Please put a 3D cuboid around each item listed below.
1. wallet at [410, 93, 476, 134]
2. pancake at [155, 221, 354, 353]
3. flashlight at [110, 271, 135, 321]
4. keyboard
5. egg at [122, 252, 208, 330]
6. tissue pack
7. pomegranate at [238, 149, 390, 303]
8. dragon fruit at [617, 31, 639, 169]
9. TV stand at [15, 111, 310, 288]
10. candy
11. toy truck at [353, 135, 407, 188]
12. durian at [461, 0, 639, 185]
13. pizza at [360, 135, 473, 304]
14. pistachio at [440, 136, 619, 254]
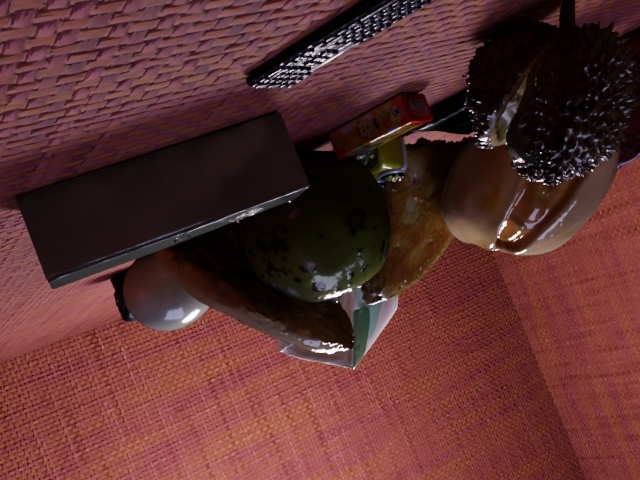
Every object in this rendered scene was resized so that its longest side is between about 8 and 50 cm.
[{"bbox_3d":[0.241,-0.202,1.266,0.146,0.030,0.285,-22,177,28],"label":"wallet"},{"bbox_3d":[-0.090,0.063,1.206,0.065,0.356,0.356,-61,168,10],"label":"pancake"},{"bbox_3d":[-0.223,0.050,1.694,0.423,0.103,0.103,-22,177,-19],"label":"flashlight"},{"bbox_3d":[0.032,-0.167,0.633,0.204,0.013,0.061,-24,175,34],"label":"keyboard"},{"bbox_3d":[-0.264,0.081,1.458,0.151,0.151,0.209,-23,-178,17],"label":"egg"},{"bbox_3d":[0.045,0.073,1.687,0.193,0.266,0.356,5,-164,19],"label":"tissue pack"},{"bbox_3d":[0.000,0.000,1.116,0.214,0.214,0.248,-22,139,-3],"label":"pomegranate"},{"bbox_3d":[0.527,-0.255,1.286,0.317,0.152,0.205,-41,177,25],"label":"dragon fruit"},{"bbox_3d":[-0.153,-0.040,0.820,0.269,0.088,0.083,-20,176,-16],"label":"TV stand"},{"bbox_3d":[0.076,-0.145,1.035,0.122,0.038,0.062,-24,176,35],"label":"candy"},{"bbox_3d":[0.069,-0.117,1.206,0.076,0.076,0.111,4,161,-41],"label":"toy truck"},{"bbox_3d":[0.244,-0.162,0.867,0.196,0.196,0.167,-25,-175,43],"label":"durian"},{"bbox_3d":[0.171,-0.040,1.362,0.257,0.269,0.087,-7,-164,-40],"label":"pizza"},{"bbox_3d":[0.308,-0.092,1.249,0.229,0.230,0.309,-19,149,-36],"label":"pistachio"}]
